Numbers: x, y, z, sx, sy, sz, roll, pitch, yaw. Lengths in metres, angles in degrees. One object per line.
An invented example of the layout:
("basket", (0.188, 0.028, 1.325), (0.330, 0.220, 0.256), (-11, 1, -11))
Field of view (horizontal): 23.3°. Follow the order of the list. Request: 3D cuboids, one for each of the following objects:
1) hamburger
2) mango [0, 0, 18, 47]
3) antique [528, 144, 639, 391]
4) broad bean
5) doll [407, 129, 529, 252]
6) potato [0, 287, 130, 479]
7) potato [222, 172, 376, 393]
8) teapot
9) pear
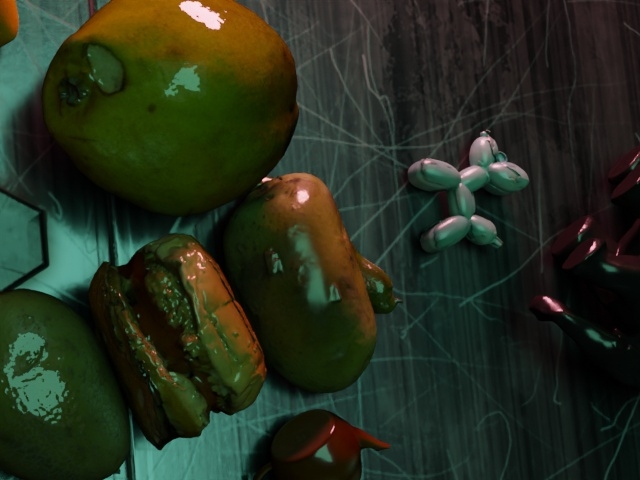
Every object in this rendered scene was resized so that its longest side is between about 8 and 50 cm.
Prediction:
("hamburger", (-0.161, 0.106, 1.752), (0.163, 0.244, 0.244), (-21, 89, -14))
("mango", (-0.443, -0.294, 1.778), (0.217, 0.102, 0.141), (35, 76, -10))
("antique", (0.446, 0.049, 2.032), (0.255, 0.185, 0.322), (45, 64, -7))
("broad bean", (0.001, 0.000, 1.932), (0.256, 0.052, 0.053), (42, 28, -7))
("doll", (0.195, -0.065, 2.018), (0.158, 0.059, 0.159), (-2, 80, -20))
("potato", (-0.307, 0.174, 1.720), (0.174, 0.159, 0.251), (-37, 104, 6))
("potato", (-0.021, 0.058, 1.855), (0.160, 0.111, 0.271), (-18, 95, -7))
("teapot", (-0.002, 0.272, 1.859), (0.173, 0.116, 0.116), (-30, 93, 3))
("pear", (-0.166, -0.161, 1.791), (0.321, 0.269, 0.269), (-10, 84, -42))
